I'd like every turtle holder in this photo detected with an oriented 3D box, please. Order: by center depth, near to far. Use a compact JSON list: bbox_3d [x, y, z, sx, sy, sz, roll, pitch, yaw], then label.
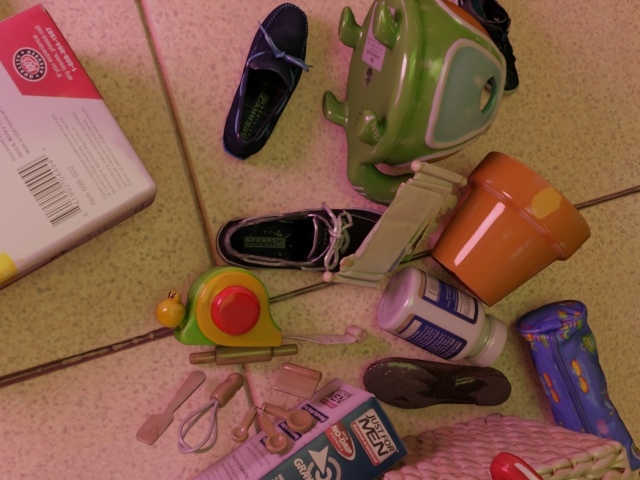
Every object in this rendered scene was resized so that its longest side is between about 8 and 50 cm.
[{"bbox_3d":[0.145,-0.204,1.040,0.227,0.243,0.320,4,84,-18],"label":"turtle holder"}]

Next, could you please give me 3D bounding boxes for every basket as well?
[{"bbox_3d":[0.237,0.424,0.986,0.328,0.331,0.266,-9,87,-16],"label":"basket"}]

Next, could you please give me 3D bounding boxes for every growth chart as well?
[{"bbox_3d":[0.120,-0.016,1.040,0.237,0.021,0.172,-53,146,11],"label":"growth chart"}]

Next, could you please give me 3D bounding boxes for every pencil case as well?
[{"bbox_3d":[0.432,0.255,1.158,0.119,0.133,0.306,-21,93,16],"label":"pencil case"}]

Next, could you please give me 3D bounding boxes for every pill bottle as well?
[{"bbox_3d":[0.195,0.127,1.103,0.187,0.112,0.112,27,79,-13],"label":"pill bottle"}]

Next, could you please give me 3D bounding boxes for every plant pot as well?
[{"bbox_3d":[0.283,-0.005,1.105,0.205,0.205,0.188,42,92,-10],"label":"plant pot"}]

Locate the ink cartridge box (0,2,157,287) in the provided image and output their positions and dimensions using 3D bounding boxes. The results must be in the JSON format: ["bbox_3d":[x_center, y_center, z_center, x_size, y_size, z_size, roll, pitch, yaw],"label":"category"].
[{"bbox_3d":[-0.451,-0.078,0.895,0.385,0.160,0.279,-32,96,-16],"label":"ink cartridge box"}]

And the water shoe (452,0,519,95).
[{"bbox_3d":[0.287,-0.341,1.174,0.073,0.080,0.203,-29,95,-16],"label":"water shoe"}]

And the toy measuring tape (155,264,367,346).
[{"bbox_3d":[-0.077,0.096,1.029,0.330,0.121,0.121,4,86,-25],"label":"toy measuring tape"}]

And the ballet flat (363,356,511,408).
[{"bbox_3d":[0.187,0.227,1.130,0.250,0.058,0.084,5,107,-11],"label":"ballet flat"}]

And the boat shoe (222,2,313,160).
[{"bbox_3d":[-0.068,-0.244,1.057,0.109,0.089,0.258,16,82,-15],"label":"boat shoe"}]

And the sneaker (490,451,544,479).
[{"bbox_3d":[0.223,0.364,0.786,0.128,0.087,0.221,-25,85,-19],"label":"sneaker"}]

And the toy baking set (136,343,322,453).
[{"bbox_3d":[-0.122,0.215,0.976,0.256,0.196,0.030,-1,124,-5],"label":"toy baking set"}]

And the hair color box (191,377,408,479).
[{"bbox_3d":[-0.065,0.343,0.979,0.347,0.174,0.105,-33,97,-16],"label":"hair color box"}]

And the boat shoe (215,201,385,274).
[{"bbox_3d":[0.000,-0.004,1.055,0.306,0.105,0.113,4,86,-17],"label":"boat shoe"}]
